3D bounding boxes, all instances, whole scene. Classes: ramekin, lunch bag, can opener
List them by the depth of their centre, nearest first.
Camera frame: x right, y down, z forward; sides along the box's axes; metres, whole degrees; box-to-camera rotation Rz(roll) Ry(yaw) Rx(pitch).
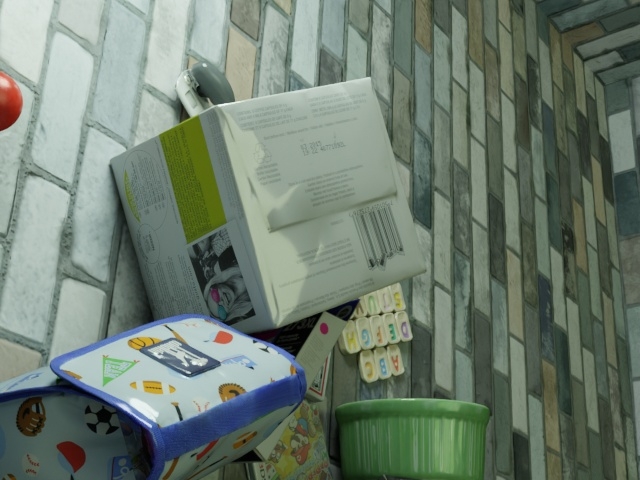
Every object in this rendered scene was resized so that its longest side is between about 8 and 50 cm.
[{"bbox_3d":[-0.250,0.240,1.366,0.327,0.385,0.239,-15,89,-56],"label":"lunch bag"},{"bbox_3d":[-0.173,-0.197,1.920,0.283,0.095,0.076,59,37,-21],"label":"can opener"},{"bbox_3d":[0.178,0.402,2.007,0.303,0.303,0.148,23,62,-50],"label":"ramekin"}]

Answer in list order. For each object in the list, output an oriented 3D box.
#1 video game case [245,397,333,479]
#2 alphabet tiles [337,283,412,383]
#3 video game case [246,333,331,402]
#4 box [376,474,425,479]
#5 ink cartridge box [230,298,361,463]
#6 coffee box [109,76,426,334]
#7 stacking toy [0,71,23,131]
[{"bbox_3d":[-0.063,0.381,1.906,0.227,0.026,0.207,-3,79,-56],"label":"video game case"},{"bbox_3d":[0.113,0.164,2.258,0.284,0.021,0.278,-2,79,-56],"label":"alphabet tiles"},{"bbox_3d":[-0.081,0.156,1.944,0.285,0.025,0.204,37,48,-35],"label":"video game case"},{"bbox_3d":[0.136,0.565,1.868,0.395,0.318,0.097,23,24,-50],"label":"box"},{"bbox_3d":[-0.081,0.221,1.762,0.069,0.175,0.371,54,47,-21],"label":"ink cartridge box"},{"bbox_3d":[-0.090,-0.041,1.705,0.337,0.334,0.338,-16,90,-40],"label":"coffee box"},{"bbox_3d":[-0.520,-0.153,1.385,0.141,0.141,0.330,67,27,-11],"label":"stacking toy"}]
